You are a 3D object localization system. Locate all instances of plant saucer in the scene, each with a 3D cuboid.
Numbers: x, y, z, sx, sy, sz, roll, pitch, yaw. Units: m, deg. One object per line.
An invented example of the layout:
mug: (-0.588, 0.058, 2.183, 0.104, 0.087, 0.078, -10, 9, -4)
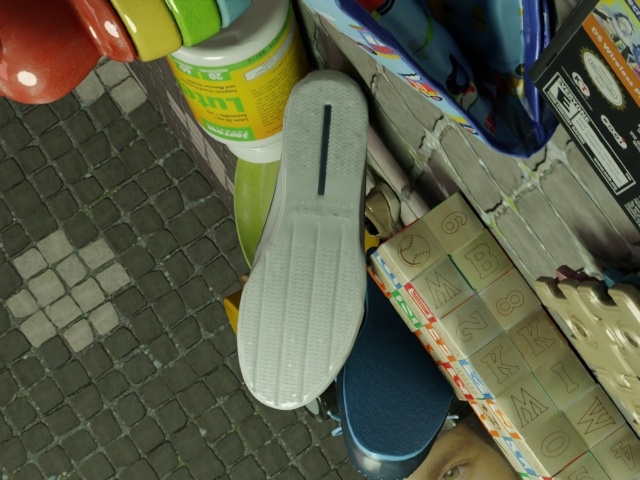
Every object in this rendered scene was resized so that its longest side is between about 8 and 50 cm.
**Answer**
plant saucer: (-0.025, -0.053, 1.398, 0.241, 0.037, 0.241, 1, 91, 55)

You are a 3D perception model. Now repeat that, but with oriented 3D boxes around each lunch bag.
lunch bag: (0.030, -0.170, 0.699, 0.221, 0.138, 0.293, 47, 179, 33)

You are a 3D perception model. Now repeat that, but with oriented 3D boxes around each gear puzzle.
gear puzzle: (0.280, 0.150, 0.796, 0.339, 0.044, 0.175, 53, 171, -6)

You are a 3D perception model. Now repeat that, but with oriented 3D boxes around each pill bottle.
pill bottle: (-0.081, -0.182, 1.240, 0.136, 0.136, 0.246, 52, 172, 25)

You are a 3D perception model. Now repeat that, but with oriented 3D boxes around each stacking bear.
stacking bear: (-0.160, -0.220, 0.972, 0.164, 0.289, 0.175, 55, 173, 1)

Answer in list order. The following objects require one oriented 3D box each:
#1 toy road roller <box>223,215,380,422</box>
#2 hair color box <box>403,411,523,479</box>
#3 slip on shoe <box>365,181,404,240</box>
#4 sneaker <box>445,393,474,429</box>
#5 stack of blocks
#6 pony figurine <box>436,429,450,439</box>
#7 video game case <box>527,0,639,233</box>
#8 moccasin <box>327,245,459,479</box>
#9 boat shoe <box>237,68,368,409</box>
toy road roller: (0.001, 0.059, 1.598, 0.329, 0.202, 0.241, 36, 148, 54)
hair color box: (0.245, 0.321, 1.189, 0.339, 0.185, 0.110, 49, 171, 36)
slip on shoe: (0.068, -0.022, 1.362, 0.051, 0.041, 0.135, 53, 172, 18)
sneaker: (0.200, 0.230, 1.457, 0.227, 0.087, 0.130, 51, 167, -5)
stack of blocks: (0.168, 0.110, 1.124, 0.297, 0.087, 0.171, 55, 173, 5)
pony figurine: (0.238, 0.454, 1.684, 0.351, 0.303, 0.363, 46, 157, 5)
video game case: (0.210, -0.010, 0.535, 0.275, 0.035, 0.248, 55, 173, 6)
moccasin: (0.082, 0.144, 1.291, 0.342, 0.137, 0.117, -75, 1, -55)
boat shoe: (0.000, 0.000, 1.187, 0.121, 0.335, 0.119, 12, -175, 7)
